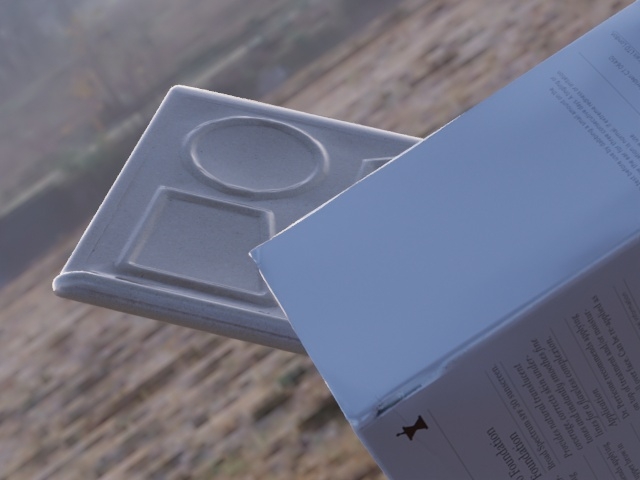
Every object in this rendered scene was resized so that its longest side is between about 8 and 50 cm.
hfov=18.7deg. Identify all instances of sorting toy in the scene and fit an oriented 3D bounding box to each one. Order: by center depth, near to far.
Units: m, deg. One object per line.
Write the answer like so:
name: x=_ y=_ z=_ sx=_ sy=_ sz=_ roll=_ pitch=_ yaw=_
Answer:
sorting toy: x=0.000 y=0.000 z=0.872 sx=0.208 sy=0.193 sz=0.038 roll=-66 pitch=-13 yaw=-59

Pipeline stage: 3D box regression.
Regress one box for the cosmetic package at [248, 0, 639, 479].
cosmetic package: x=0.082 y=0.064 z=0.424 sx=0.099 sy=0.239 sz=0.060 roll=-34 pitch=42 yaw=-2
